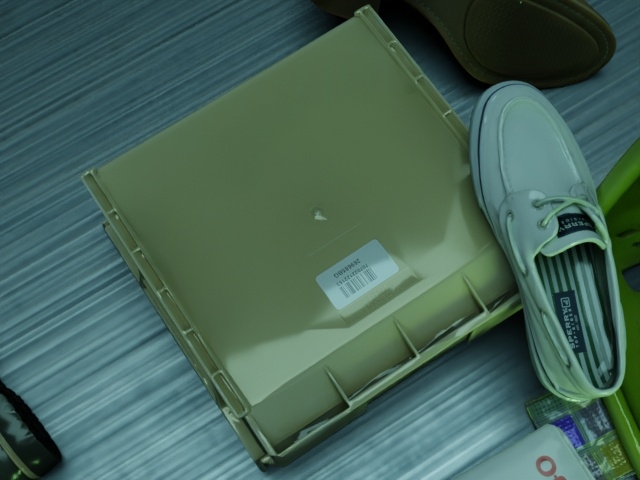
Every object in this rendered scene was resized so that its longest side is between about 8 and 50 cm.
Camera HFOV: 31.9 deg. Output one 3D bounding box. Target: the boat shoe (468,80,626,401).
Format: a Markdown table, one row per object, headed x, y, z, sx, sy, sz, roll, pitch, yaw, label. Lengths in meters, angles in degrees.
| x | y | z | sx | sy | sz | roll | pitch | yaw | label |
| --- | --- | --- | --- | --- | --- | --- | --- | --- | --- |
| 0.164 | -0.003 | 0.753 | 0.083 | 0.076 | 0.226 | -18 | 89 | -11 | boat shoe |

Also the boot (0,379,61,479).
| x | y | z | sx | sy | sz | roll | pitch | yaw | label |
| --- | --- | --- | --- | --- | --- | --- | --- | --- | --- |
| -0.308 | 0.132 | 0.840 | 0.137 | 0.077 | 0.198 | -40 | 72 | -8 | boot |

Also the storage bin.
| x | y | z | sx | sy | sz | roll | pitch | yaw | label |
| --- | --- | --- | --- | --- | --- | --- | --- | --- | --- |
| 0.000 | 0.000 | 0.854 | 0.262 | 0.123 | 0.260 | -32 | 72 | -11 | storage bin |

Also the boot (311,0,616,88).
| x | y | z | sx | sy | sz | roll | pitch | yaw | label |
| --- | --- | --- | --- | --- | --- | --- | --- | --- | --- |
| 0.115 | -0.252 | 0.970 | 0.284 | 0.109 | 0.220 | 11 | 47 | -8 | boot |

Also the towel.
| x | y | z | sx | sy | sz | roll | pitch | yaw | label |
| --- | --- | --- | --- | --- | --- | --- | --- | --- | --- |
| 0.198 | 0.150 | 0.850 | 0.060 | 0.009 | 0.083 | -21 | 70 | -6 | towel |

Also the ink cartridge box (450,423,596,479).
| x | y | z | sx | sy | sz | roll | pitch | yaw | label |
| --- | --- | --- | --- | --- | --- | --- | --- | --- | --- |
| 0.107 | 0.251 | 0.769 | 0.219 | 0.092 | 0.160 | -28 | 71 | -9 | ink cartridge box |

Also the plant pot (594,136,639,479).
| x | y | z | sx | sy | sz | roll | pitch | yaw | label |
| --- | --- | --- | --- | --- | --- | --- | --- | --- | --- |
| 0.320 | 0.045 | 0.778 | 0.207 | 0.228 | 0.227 | -14 | 68 | -12 | plant pot |
